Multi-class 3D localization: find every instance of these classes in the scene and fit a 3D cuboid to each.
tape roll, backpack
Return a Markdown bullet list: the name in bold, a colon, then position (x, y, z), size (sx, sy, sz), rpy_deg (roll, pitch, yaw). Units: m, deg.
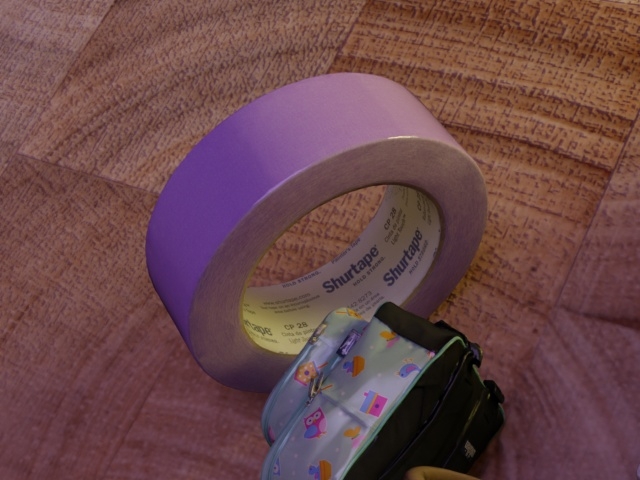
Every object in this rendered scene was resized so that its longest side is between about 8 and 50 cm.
- **tape roll**: position (0.000, 0.000, 0.933), size (0.275, 0.275, 0.090), rpy_deg (-36, 54, -1)
- **backpack**: position (0.037, 0.157, 0.889), size (0.144, 0.166, 0.188), rpy_deg (20, 66, 33)

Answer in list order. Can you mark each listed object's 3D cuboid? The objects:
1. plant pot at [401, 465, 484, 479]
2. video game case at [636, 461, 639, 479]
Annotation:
- **plant pot**: position (0.131, 0.303, 0.736), size (0.263, 0.263, 0.229), rpy_deg (24, 90, 32)
- **video game case**: position (0.387, 0.088, 0.873), size (0.204, 0.025, 0.285), rpy_deg (14, 67, 30)
